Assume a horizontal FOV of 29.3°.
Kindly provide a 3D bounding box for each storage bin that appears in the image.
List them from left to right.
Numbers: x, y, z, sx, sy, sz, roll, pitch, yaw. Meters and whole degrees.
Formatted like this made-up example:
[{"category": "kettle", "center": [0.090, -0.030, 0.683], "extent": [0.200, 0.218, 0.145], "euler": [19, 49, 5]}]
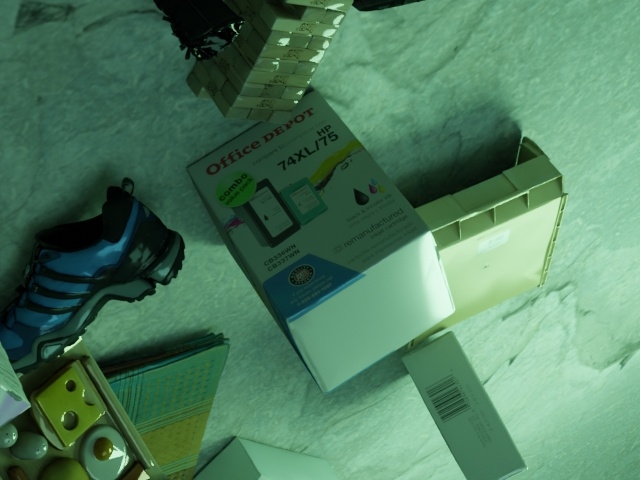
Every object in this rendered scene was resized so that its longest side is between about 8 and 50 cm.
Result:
[{"category": "storage bin", "center": [0.216, 0.000, 1.834], "extent": [0.262, 0.123, 0.260], "euler": [-22, 144, -19]}]

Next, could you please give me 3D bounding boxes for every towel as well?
[{"category": "towel", "center": [-0.286, 0.289, 1.813], "extent": [0.271, 0.040, 0.370], "euler": [-14, 142, -28]}]

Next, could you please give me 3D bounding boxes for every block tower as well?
[{"category": "block tower", "center": [-0.025, -0.273, 1.310], "extent": [0.091, 0.097, 0.335], "euler": [0, 133, -41]}]

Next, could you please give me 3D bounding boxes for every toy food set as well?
[{"category": "toy food set", "center": [-0.305, 0.279, 1.557], "extent": [0.220, 0.092, 0.306], "euler": [-43, 116, -37]}]

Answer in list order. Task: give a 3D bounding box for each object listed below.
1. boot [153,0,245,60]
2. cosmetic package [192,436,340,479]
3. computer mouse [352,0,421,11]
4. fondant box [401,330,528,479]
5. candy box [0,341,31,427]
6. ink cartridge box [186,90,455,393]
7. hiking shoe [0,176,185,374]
[{"category": "boot", "center": [-0.109, -0.248, 1.259], "extent": [0.121, 0.099, 0.045], "euler": [-37, 148, 1]}, {"category": "cosmetic package", "center": [-0.171, 0.516, 2.137], "extent": [0.377, 0.097, 0.284], "euler": [-45, 147, 12]}, {"category": "computer mouse", "center": [0.164, -0.320, 1.436], "extent": [0.262, 0.060, 0.184], "euler": [-11, -174, 8]}, {"category": "fondant box", "center": [0.233, 0.287, 1.996], "extent": [0.096, 0.238, 0.330], "euler": [-29, 167, 2]}, {"category": "candy box", "center": [-0.437, 0.149, 1.361], "extent": [0.165, 0.196, 0.070], "euler": [-36, 146, 0]}, {"category": "ink cartridge box", "center": [0.000, 0.000, 1.505], "extent": [0.198, 0.270, 0.197], "euler": [-32, 145, -6]}, {"category": "hiking shoe", "center": [-0.313, 0.046, 1.460], "extent": [0.304, 0.113, 0.132], "euler": [-34, 117, 7]}]
